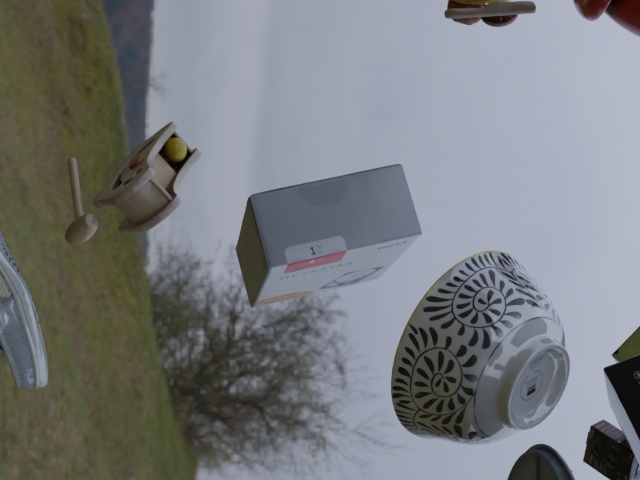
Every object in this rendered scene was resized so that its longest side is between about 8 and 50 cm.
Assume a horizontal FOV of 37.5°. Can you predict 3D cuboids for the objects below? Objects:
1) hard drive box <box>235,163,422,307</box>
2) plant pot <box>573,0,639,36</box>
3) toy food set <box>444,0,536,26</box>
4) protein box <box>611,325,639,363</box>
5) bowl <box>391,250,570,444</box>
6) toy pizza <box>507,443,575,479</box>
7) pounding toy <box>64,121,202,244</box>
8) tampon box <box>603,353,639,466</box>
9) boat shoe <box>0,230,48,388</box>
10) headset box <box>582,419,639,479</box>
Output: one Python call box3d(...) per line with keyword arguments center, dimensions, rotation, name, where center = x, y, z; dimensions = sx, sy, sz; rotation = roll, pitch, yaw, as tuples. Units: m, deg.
box3d(center=(0.000, 0.000, 1.134), dimensions=(0.232, 0.181, 0.089), rotation=(118, -41, -73), name="hard drive box")
box3d(center=(0.362, -0.298, 0.977), dimensions=(0.191, 0.174, 0.191), rotation=(12, 90, -87), name="plant pot")
box3d(center=(0.218, -0.340, 1.273), dimensions=(0.071, 0.128, 0.218), rotation=(74, 12, -48), name="toy food set")
box3d(center=(0.529, 0.202, 1.236), dimensions=(0.201, 0.136, 0.200), rotation=(46, -2, -39), name="protein box")
box3d(center=(0.145, 0.100, 0.751), dimensions=(0.080, 0.170, 0.170), rotation=(28, -60, 45), name="bowl")
box3d(center=(0.162, 0.243, 0.651), dimensions=(0.201, 0.032, 0.201), rotation=(-177, -90, -85), name="toy pizza")
box3d(center=(-0.307, -0.110, 1.526), dimensions=(0.154, 0.155, 0.269), rotation=(-22, -151, 39), name="pounding toy")
box3d(center=(0.320, 0.175, 0.783), dimensions=(0.120, 0.101, 0.161), rotation=(55, 13, -59), name="tampon box")
box3d(center=(-0.445, 0.054, 1.225), dimensions=(0.320, 0.103, 0.118), rotation=(66, -19, -1), name="boat shoe")
box3d(center=(0.400, 0.291, 1.291), dimensions=(0.083, 0.032, 0.062), rotation=(33, -53, 45), name="headset box")
